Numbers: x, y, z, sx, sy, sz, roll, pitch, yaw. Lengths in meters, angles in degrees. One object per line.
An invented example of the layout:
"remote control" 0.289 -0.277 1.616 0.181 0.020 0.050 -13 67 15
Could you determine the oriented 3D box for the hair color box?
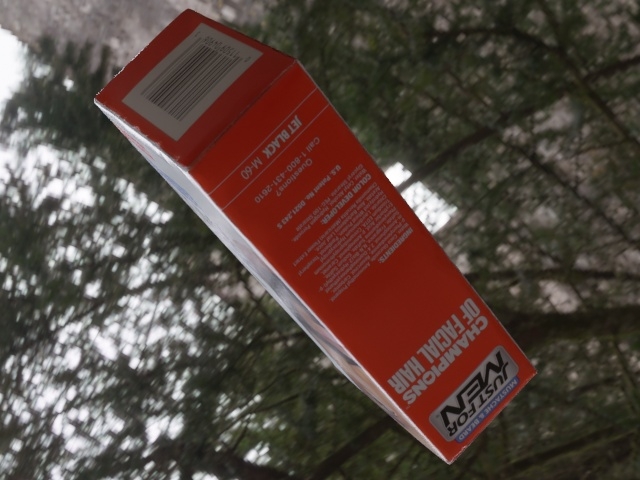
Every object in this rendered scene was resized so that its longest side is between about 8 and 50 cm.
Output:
"hair color box" 0.000 0.000 0.456 0.053 0.093 0.167 -46 -56 -6
